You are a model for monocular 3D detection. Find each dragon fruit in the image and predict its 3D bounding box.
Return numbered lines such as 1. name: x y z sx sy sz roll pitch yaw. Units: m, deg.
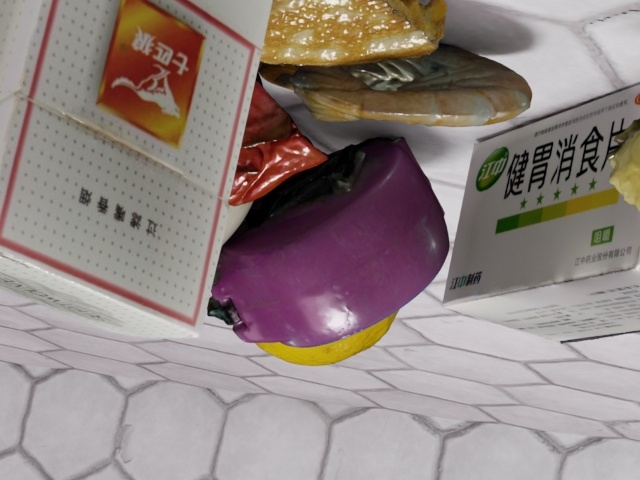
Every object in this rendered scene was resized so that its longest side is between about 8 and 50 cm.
1. dragon fruit: -0.068 -0.137 1.469 0.092 0.122 0.192 -14 115 44

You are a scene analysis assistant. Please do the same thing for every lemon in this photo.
1. lemon: -0.005 0.055 2.049 0.188 0.188 0.257 23 157 -39

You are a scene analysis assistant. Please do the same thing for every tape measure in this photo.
1. tape measure: 0.000 0.000 1.716 0.245 0.231 0.149 -22 108 21

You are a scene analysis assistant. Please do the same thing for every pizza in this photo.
1. pizza: 0.002 -0.194 1.306 0.188 0.062 0.199 -1 160 1

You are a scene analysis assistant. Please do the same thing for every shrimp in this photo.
1. shrimp: 0.045 -0.124 1.420 0.254 0.059 0.145 10 -153 10

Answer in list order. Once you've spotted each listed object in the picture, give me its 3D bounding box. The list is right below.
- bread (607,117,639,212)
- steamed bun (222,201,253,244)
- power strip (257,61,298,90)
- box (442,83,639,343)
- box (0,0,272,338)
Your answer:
1. bread: 0.370 -0.050 1.304 0.262 0.162 0.204 16 130 -31
2. steamed bun: -0.241 -0.072 1.630 0.375 0.241 0.374 12 170 2
3. power strip: 0.007 -0.145 1.555 0.178 0.028 0.049 15 166 -15
4. box: 0.257 -0.016 1.566 0.145 0.173 0.333 19 164 -22
5. box: -0.139 -0.120 1.134 0.095 0.330 0.210 2 163 38
